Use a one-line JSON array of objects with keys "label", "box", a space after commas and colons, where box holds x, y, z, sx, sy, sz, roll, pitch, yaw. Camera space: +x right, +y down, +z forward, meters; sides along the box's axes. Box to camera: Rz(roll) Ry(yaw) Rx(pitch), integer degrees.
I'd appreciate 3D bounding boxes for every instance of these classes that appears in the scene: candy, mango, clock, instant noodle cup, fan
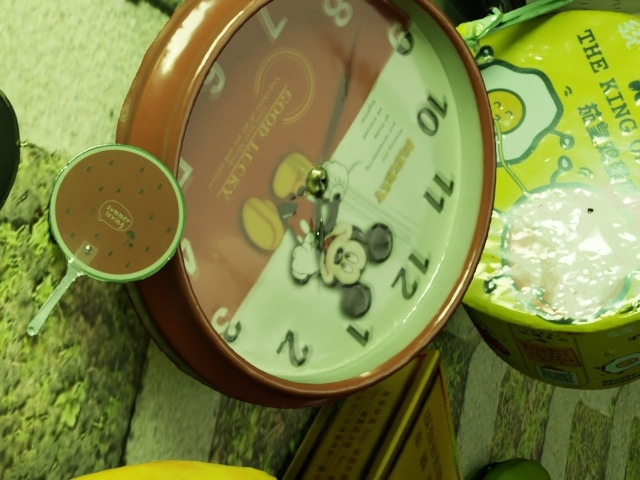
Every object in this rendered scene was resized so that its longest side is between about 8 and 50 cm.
[{"label": "candy", "box": [0.141, -0.186, 1.444, 0.262, 0.073, 0.077, -25, 136, -35]}, {"label": "mango", "box": [0.201, 0.281, 1.747, 0.165, 0.074, 0.091, -16, 110, -64]}, {"label": "clock", "box": [-0.007, -0.042, 1.119, 0.318, 0.080, 0.318, -7, 101, -40]}, {"label": "instant noodle cup", "box": [0.245, -0.017, 1.542, 0.254, 0.325, 0.325, 67, 34, -62]}, {"label": "fan", "box": [-0.135, 0.002, 0.974, 0.085, 0.005, 0.133, 38, 72, -11]}]

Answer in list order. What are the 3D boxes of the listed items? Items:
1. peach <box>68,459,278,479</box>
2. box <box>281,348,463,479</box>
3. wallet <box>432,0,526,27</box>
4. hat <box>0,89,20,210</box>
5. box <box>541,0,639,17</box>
[{"label": "peach", "box": [-0.093, 0.279, 0.856, 0.308, 0.289, 0.289, -59, 157, 8]}, {"label": "box", "box": [0.028, 0.252, 1.338, 0.301, 0.084, 0.193, -58, 144, -46]}, {"label": "wallet", "box": [0.153, -0.225, 1.590, 0.245, 0.052, 0.168, 44, 51, -57]}, {"label": "hat", "box": [-0.199, -0.035, 0.817, 0.121, 0.050, 0.121, 5, 90, -71]}, {"label": "box", "box": [0.387, -0.176, 1.777, 0.225, 0.297, 0.190, -46, 135, -70]}]
